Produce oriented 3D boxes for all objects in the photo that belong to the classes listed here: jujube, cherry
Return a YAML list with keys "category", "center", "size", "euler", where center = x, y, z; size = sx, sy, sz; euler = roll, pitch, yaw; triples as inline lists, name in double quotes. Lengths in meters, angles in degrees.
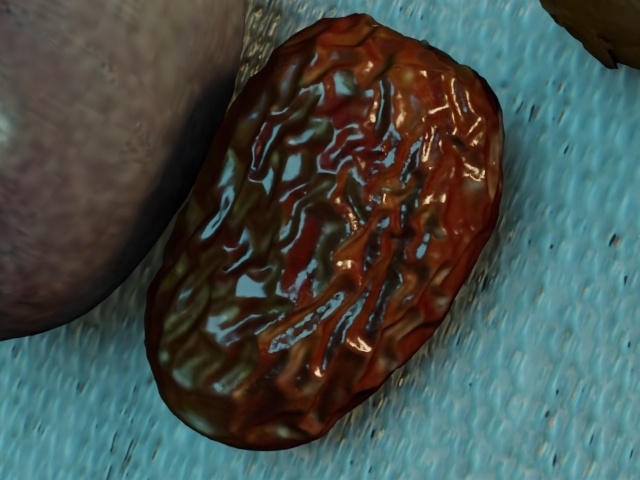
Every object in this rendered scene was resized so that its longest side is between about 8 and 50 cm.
- category: "jujube"
  center: [0.000, 0.000, 0.601]
  size: [0.176, 0.109, 0.112]
  euler: [-62, 23, 7]
- category: "cherry"
  center: [-0.129, -0.084, 0.636]
  size: [0.213, 0.183, 0.266]
  euler: [-8, 68, 65]

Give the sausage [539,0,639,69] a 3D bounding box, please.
- category: "sausage"
  center: [0.228, -0.113, 0.518]
  size: [0.330, 0.102, 0.102]
  euler: [-6, 72, 24]
